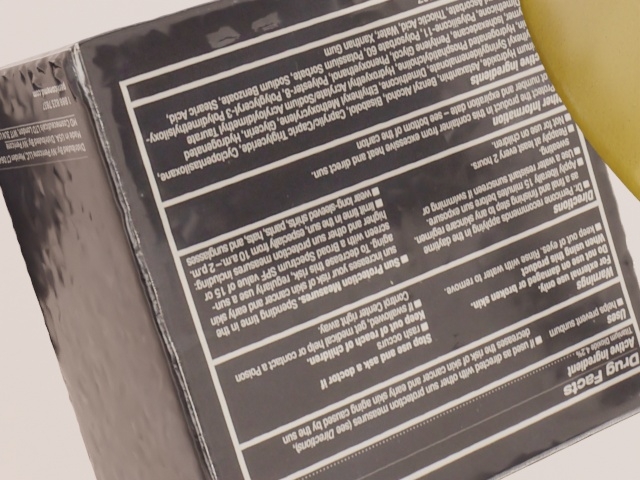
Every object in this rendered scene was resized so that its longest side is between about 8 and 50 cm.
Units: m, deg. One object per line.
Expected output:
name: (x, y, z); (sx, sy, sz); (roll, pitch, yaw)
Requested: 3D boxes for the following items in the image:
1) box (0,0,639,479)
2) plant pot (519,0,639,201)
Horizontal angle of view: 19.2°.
box: (0.000, 0.000, 1.061); (0.296, 0.183, 0.294); (-21, -82, -28)
plant pot: (0.217, -0.099, 0.772); (0.187, 0.212, 0.212); (-84, 14, -52)
